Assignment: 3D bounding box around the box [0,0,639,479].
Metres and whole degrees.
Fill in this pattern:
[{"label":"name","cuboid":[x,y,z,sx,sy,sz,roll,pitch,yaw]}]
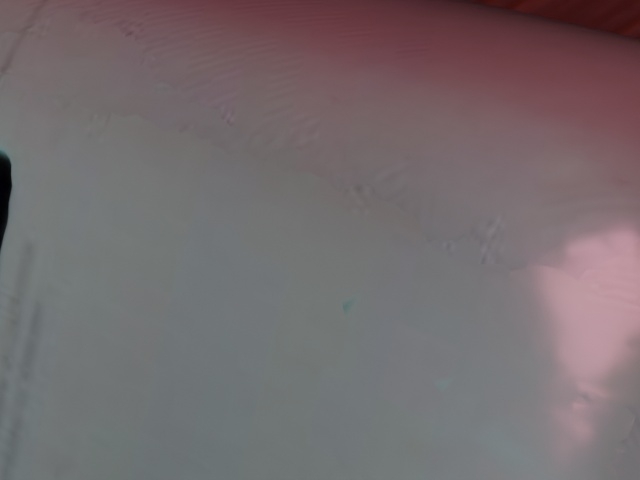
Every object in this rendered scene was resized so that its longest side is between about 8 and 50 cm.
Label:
[{"label":"box","cuboid":[-0.009,0.064,0.598,0.349,0.141,0.289,18,101,38]}]
